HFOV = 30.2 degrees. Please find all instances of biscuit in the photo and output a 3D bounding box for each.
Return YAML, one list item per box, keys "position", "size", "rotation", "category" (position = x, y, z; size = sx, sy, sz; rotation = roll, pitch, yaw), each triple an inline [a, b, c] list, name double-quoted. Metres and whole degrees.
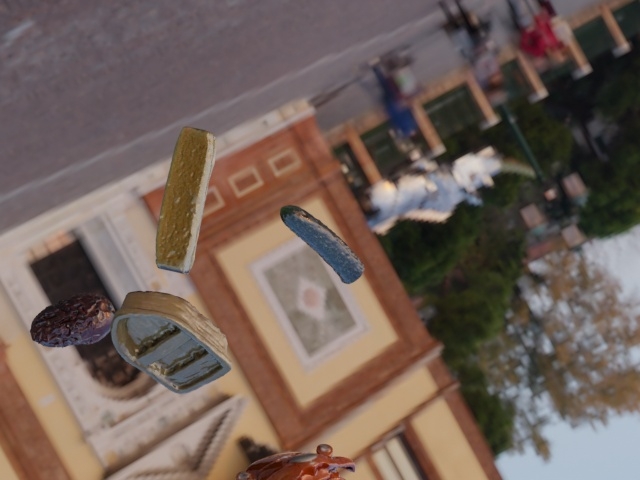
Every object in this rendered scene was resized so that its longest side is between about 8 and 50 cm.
- position: [-0.173, -0.051, 1.543]
  size: [0.052, 0.188, 0.056]
  rotation: [12, 180, 13]
  category: "biscuit"

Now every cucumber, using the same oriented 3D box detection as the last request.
- position: [0.000, 0.000, 2.153]
  size: [0.058, 0.214, 0.052]
  rotation: [-40, -146, 10]
  category: "cucumber"

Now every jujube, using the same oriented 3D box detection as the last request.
- position: [-0.465, 0.155, 2.222]
  size: [0.165, 0.104, 0.104]
  rotation: [-21, -178, 4]
  category: "jujube"

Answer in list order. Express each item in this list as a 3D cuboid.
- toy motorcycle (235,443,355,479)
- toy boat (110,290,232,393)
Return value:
- position: [-0.018, 0.375, 1.415]
  size: [0.147, 0.221, 0.326]
  rotation: [-13, 132, -29]
  category: "toy motorcycle"
- position: [-0.223, 0.138, 1.705]
  size: [0.116, 0.188, 0.061]
  rotation: [-29, -143, 25]
  category: "toy boat"
